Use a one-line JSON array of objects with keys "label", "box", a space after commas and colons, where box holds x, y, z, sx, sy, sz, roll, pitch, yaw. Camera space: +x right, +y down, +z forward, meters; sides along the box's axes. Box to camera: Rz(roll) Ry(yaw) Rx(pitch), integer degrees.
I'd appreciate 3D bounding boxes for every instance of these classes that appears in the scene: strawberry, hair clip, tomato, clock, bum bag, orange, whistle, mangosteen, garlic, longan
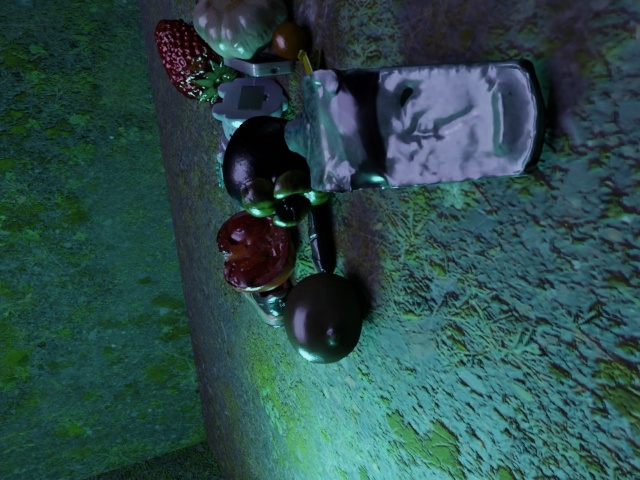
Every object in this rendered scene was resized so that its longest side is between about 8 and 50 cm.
[{"label": "strawberry", "box": [-0.345, -0.503, 1.529, 0.244, 0.205, 0.205, 45, 149, 10]}, {"label": "hair clip", "box": [-0.009, -0.297, 1.158, 0.072, 0.046, 0.173, 158, 102, -77]}, {"label": "tomato", "box": [-0.157, 0.036, 1.501, 0.139, 0.201, 0.232, 51, -154, -64]}, {"label": "clock", "box": [-0.174, -0.259, 1.436, 0.253, 0.189, 0.188, 96, 153, -48]}, {"label": "bum bag", "box": [0.000, 0.000, 1.278, 0.087, 0.049, 0.197, -83, -16, -84]}, {"label": "orange", "box": [-0.063, -0.418, 1.200, 0.085, 0.085, 0.084, 169, 90, -68]}, {"label": "whistle", "box": [0.099, -0.157, 0.782, 0.405, 0.188, 0.168, -160, 62, -64]}, {"label": "mangosteen", "box": [-0.093, -0.146, 1.210, 0.243, 0.243, 0.242, 169, 90, -68]}, {"label": "garlic", "box": [-0.162, -0.497, 1.312, 0.212, 0.219, 0.218, 36, -148, -66]}, {"label": "longan", "box": [0.006, 0.159, 1.182, 0.189, 0.189, 0.189, 169, 90, -68]}]

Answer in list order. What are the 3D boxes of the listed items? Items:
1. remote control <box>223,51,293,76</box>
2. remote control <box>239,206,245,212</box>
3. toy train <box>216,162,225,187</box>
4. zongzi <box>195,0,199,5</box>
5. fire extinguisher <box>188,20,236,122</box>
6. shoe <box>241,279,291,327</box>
[{"label": "remote control", "box": [-0.154, -0.428, 1.370, 0.250, 0.103, 0.034, -137, 39, -56]}, {"label": "remote control", "box": [-0.235, -0.061, 1.806, 0.256, 0.045, 0.097, 104, 147, -50]}, {"label": "toy train", "box": [-0.350, -0.232, 2.020, 0.045, 0.029, 0.092, -7, 92, 60]}, {"label": "zongzi", "box": [-0.263, -0.643, 1.520, 0.197, 0.099, 0.194, 1, 117, 64]}, {"label": "fire extinguisher", "box": [-0.325, -0.516, 1.700, 0.102, 0.138, 0.343, -31, 64, 18]}, {"label": "shoe", "box": [-0.160, 0.116, 1.615, 0.291, 0.114, 0.137, 50, 149, 45]}]
